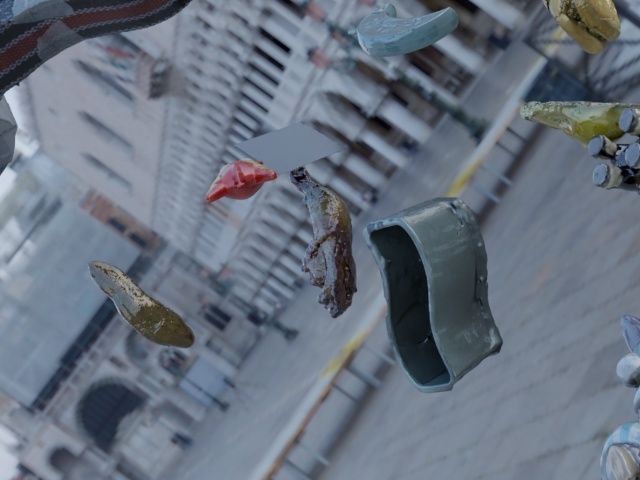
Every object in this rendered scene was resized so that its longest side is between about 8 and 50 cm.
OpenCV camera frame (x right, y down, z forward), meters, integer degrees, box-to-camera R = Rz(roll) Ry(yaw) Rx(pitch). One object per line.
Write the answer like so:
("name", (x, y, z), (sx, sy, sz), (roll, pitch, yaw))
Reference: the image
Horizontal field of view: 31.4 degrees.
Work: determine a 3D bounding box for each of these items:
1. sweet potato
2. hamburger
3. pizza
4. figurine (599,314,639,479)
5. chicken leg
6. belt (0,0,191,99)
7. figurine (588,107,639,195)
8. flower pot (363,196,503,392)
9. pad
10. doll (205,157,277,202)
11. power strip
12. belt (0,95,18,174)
("sweet potato", (-0.247, 0.089, 1.541), (0.054, 0.182, 0.053), (-50, 2, -22))
("hamburger", (0.571, -0.514, 2.493), (0.108, 0.214, 0.214), (-39, 7, 26))
("pizza", (0.470, -0.210, 2.068), (0.188, 0.204, 0.081), (3, 90, 59))
("figurine", (0.550, 0.268, 1.828), (0.378, 0.361, 0.266), (-118, 28, -53))
("chicken leg", (0.006, -0.004, 2.292), (0.083, 0.323, 0.177), (-6, -1, -32))
("belt", (-0.313, -0.272, 1.356), (0.359, 0.094, 0.126), (-20, 51, 17))
("figurine", (0.668, -0.125, 2.008), (0.306, 0.411, 0.241), (-33, 47, 25))
("flower pot", (0.145, 0.065, 1.414), (0.108, 0.229, 0.103), (-25, 16, -37))
("pad", (-0.058, -0.183, 2.230), (0.190, 0.127, 0.004), (-24, -43, -41))
("doll", (-0.119, -0.092, 1.715), (0.109, 0.057, 0.169), (-20, 8, 0))
("power strip", (0.158, -0.449, 2.414), (0.167, 0.054, 0.253), (-36, 31, -27))
("belt", (-0.588, -0.134, 1.722), (0.212, 0.117, 0.347), (-13, -20, -40))
